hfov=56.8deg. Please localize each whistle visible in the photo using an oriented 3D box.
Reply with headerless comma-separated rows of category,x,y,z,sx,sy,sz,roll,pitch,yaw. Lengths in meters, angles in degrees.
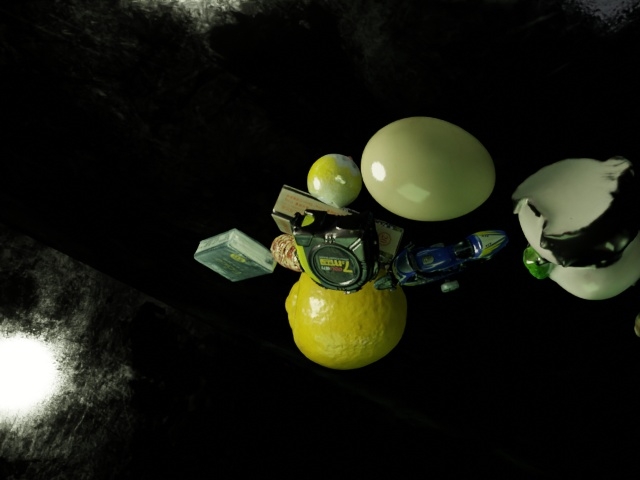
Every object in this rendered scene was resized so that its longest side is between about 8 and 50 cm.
whistle,0.026,-0.135,1.327,0.123,0.123,0.223,28,176,-11

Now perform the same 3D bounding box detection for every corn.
corn,-0.068,0.035,1.643,0.098,0.098,0.290,31,174,-17

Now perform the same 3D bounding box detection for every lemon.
lemon,0.073,0.200,1.679,0.348,0.348,0.348,19,155,9

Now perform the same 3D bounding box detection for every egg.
egg,0.194,-0.128,1.070,0.241,0.186,0.186,9,153,10

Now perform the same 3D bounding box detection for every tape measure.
tape measure,0.038,0.021,1.311,0.199,0.112,0.186,4,126,22

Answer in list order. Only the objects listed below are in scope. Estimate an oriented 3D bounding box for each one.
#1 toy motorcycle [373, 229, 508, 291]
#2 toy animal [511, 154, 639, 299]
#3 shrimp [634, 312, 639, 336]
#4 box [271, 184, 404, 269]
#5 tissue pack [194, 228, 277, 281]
toy motorcycle,0.269,0.049,1.355,0.315,0.113,0.169,-18,160,4
toy animal,0.463,-0.009,1.063,0.212,0.213,0.267,4,143,35
shrimp,0.815,0.199,1.381,0.150,0.051,0.217,1,156,33
box,0.043,-0.027,1.470,0.310,0.084,0.198,21,171,6
tissue pack,-0.281,0.052,1.964,0.185,0.081,0.257,35,151,-26
